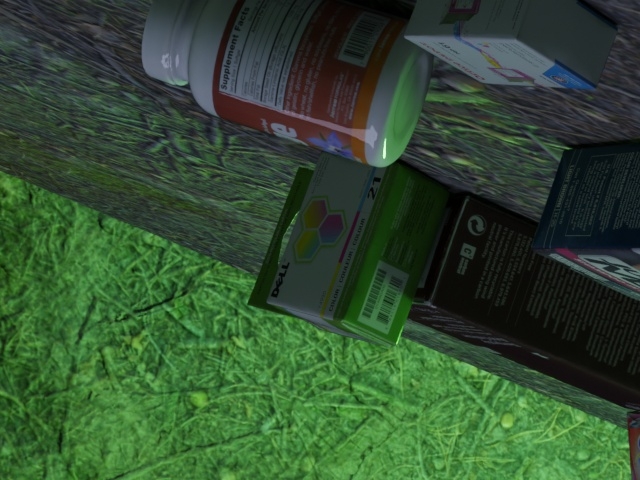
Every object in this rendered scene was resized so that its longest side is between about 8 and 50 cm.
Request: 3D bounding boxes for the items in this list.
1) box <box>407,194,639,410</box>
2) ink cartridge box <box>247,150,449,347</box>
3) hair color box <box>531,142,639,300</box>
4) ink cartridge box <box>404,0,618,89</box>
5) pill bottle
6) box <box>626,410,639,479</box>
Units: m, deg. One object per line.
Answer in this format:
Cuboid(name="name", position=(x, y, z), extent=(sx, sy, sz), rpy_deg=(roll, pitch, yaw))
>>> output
Cuboid(name="box", position=(0.267, 0.079, 2.228), extent=(0.381, 0.143, 0.191), rpy_deg=(21, 172, -19))
Cuboid(name="ink cartridge box", position=(0.000, 0.000, 2.163), extent=(0.255, 0.189, 0.097), rpy_deg=(12, 169, 47))
Cuboid(name="hair color box", position=(0.341, -0.007, 1.602), extent=(0.174, 0.105, 0.347), rpy_deg=(23, 171, -21))
Cuboid(name="ink cartridge box", position=(0.134, -0.148, 1.362), extent=(0.088, 0.052, 0.122), rpy_deg=(26, 171, -36))
Cuboid(name="pill bottle", position=(-0.028, -0.144, 1.535), extent=(0.216, 0.121, 0.121), rpy_deg=(18, 172, 15))
Cuboid(name="box", position=(0.540, 0.267, 2.344), extent=(0.300, 0.154, 0.142), rpy_deg=(-5, -178, -25))
